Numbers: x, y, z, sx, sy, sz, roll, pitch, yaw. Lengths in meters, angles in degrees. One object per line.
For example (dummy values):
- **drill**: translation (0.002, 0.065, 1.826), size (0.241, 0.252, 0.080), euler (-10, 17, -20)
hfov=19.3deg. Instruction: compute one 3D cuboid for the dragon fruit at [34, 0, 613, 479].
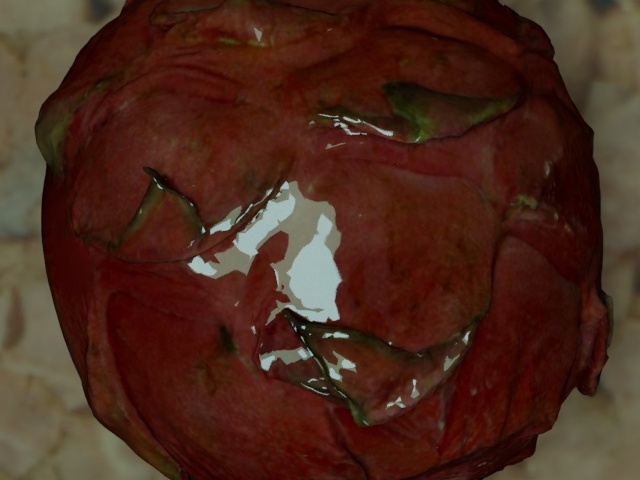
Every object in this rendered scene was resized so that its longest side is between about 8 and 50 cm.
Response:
- **dragon fruit**: translation (0.002, -0.008, 0.761), size (0.241, 0.241, 0.252), euler (-28, 99, 10)
